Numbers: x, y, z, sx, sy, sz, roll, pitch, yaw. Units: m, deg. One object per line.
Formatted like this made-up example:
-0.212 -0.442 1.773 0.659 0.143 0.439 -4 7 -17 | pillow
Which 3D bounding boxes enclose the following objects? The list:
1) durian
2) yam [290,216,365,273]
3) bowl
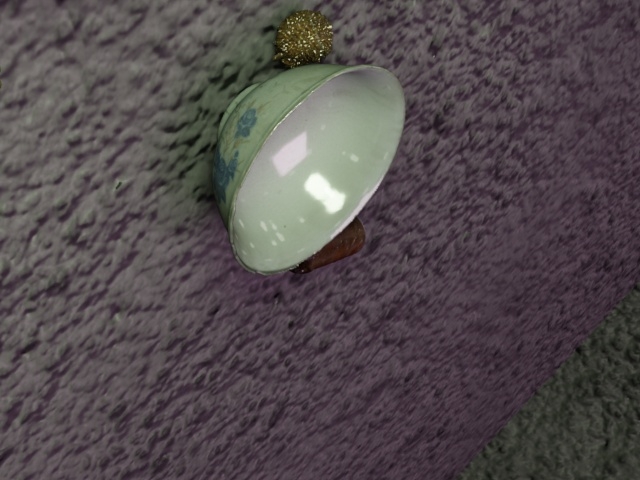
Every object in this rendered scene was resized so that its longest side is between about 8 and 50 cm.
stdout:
-0.024 -0.255 1.654 0.091 0.080 0.080 -35 147 -12 | durian
0.000 0.002 1.964 0.141 0.079 0.079 -20 137 -47 | yam
-0.046 -0.124 1.681 0.313 0.146 0.313 -38 151 -25 | bowl
